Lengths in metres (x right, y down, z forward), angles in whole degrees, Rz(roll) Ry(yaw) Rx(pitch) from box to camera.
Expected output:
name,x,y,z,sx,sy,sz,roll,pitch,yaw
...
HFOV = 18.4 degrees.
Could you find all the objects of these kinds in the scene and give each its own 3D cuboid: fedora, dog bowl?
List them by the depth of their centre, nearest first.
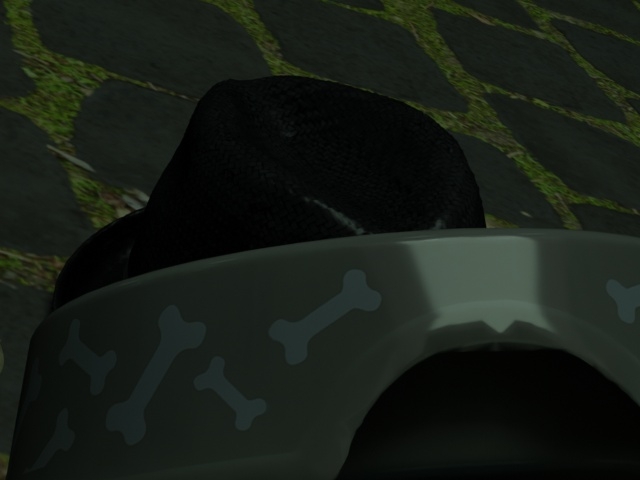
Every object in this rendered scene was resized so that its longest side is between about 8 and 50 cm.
name,x,y,z,sx,sy,sz,roll,pitch,yaw
dog bowl,0.027,0.080,0.874,0.349,0.349,0.102,7,71,-39
fedora,0.000,0.000,1.154,0.334,0.152,0.334,4,28,-2

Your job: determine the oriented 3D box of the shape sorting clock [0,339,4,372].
name,x,y,z,sx,sy,sz,roll,pitch,yaw
shape sorting clock,-0.258,0.016,1.049,0.206,0.040,0.206,36,7,-5
